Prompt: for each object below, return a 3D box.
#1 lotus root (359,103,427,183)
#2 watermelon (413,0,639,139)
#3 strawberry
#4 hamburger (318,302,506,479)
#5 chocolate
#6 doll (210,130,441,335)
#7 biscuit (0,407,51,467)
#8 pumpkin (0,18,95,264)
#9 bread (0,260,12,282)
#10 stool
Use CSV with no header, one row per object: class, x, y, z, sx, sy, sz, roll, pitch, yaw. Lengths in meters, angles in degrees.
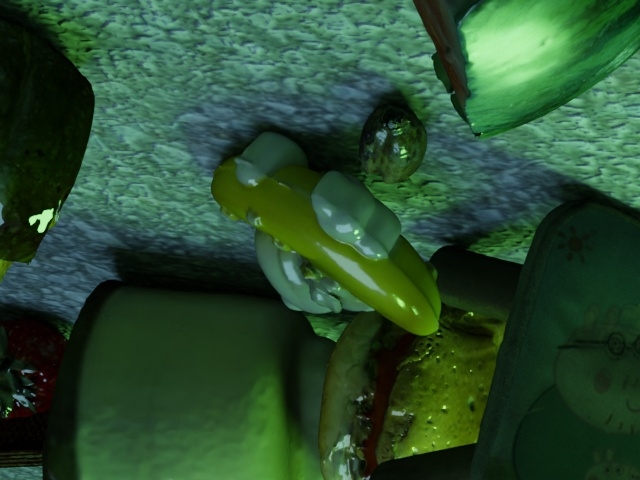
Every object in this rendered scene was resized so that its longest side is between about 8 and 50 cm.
lotus root,0.060,-0.083,1.596,0.054,0.049,0.099,30,157,12
watermelon,0.117,-0.160,1.183,0.319,0.222,0.292,-1,149,28
strawberry,-0.344,0.142,2.271,0.131,0.148,0.131,10,120,18
hamburger,0.106,0.165,1.936,0.163,0.244,0.244,11,162,46
chocolate,-0.113,0.215,2.029,0.297,0.326,0.314,10,-159,12
doll,0.000,0.000,1.741,0.237,0.111,0.252,16,155,42
biscuit,-0.367,0.229,2.472,0.252,0.106,0.070,-7,152,41
pumpkin,-0.296,-0.068,1.638,0.139,0.190,0.280,20,157,-19
bread,-0.385,-0.005,1.913,0.160,0.169,0.140,27,159,4
stool,0.236,0.151,1.750,0.310,0.310,0.226,25,163,-26
